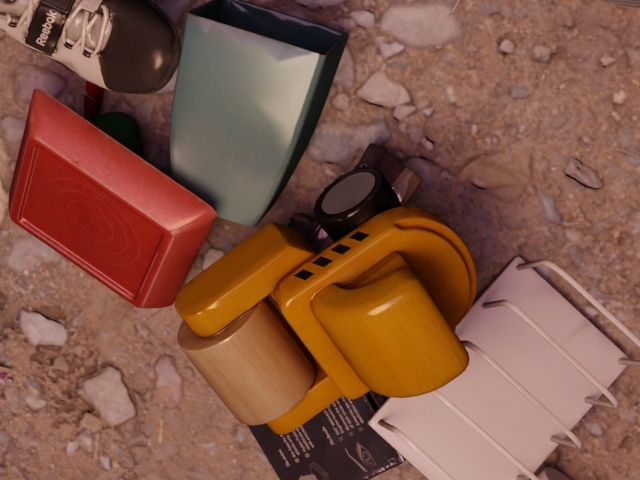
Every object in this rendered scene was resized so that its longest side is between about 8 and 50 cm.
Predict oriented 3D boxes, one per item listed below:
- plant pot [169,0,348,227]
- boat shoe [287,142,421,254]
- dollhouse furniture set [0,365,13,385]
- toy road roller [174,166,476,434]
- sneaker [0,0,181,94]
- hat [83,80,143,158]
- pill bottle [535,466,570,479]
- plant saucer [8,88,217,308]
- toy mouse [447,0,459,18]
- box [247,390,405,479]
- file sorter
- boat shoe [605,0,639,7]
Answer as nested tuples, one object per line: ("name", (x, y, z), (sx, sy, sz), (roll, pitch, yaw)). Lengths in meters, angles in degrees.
("plant pot", (-0.086, -0.148, 1.587), (0.165, 0.165, 0.234), (17, 110, 5))
("boat shoe", (0.000, 0.000, 1.635), (0.092, 0.103, 0.285), (45, 102, 3))
("dollhouse furniture set", (-0.471, 0.180, 1.797), (0.081, 0.091, 0.114), (22, 137, -36))
("toy road roller", (0.020, 0.093, 1.478), (0.329, 0.240, 0.202), (-35, 118, 0))
("sneaker", (-0.317, -0.264, 1.549), (0.330, 0.146, 0.122), (29, 106, 23))
("hat", (-0.249, -0.139, 1.682), (0.173, 0.183, 0.208), (23, 147, 13))
("pill bottle", (0.240, 0.389, 1.666), (0.121, 0.121, 0.216), (42, 105, -1))
("plant saucer", (-0.272, -0.031, 1.617), (0.259, 0.048, 0.258), (34, 146, 0))
("toy mouse", (0.186, -0.363, 1.556), (0.161, 0.031, 0.143), (-29, 96, 14))
("box", (0.006, 0.234, 1.684), (0.158, 0.093, 0.156), (-28, 96, 13))
("file sorter", (0.225, 0.181, 1.553), (0.193, 0.173, 0.278), (43, 85, -1))
("boat shoe", (0.412, -0.304, 1.516), (0.226, 0.083, 0.076), (6, 91, -3))
